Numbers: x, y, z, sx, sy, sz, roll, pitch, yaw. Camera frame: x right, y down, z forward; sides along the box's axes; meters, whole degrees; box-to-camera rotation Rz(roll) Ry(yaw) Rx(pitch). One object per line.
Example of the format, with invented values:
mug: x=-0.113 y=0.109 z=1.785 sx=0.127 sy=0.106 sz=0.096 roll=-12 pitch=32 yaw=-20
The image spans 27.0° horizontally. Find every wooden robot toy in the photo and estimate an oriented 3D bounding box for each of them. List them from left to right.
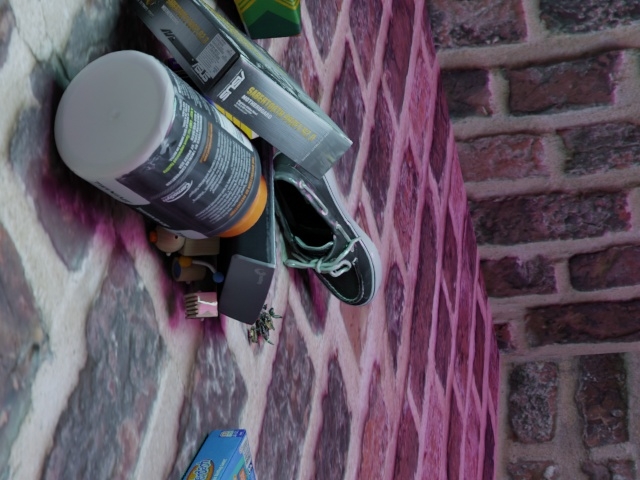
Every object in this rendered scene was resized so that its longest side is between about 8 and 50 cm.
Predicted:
wooden robot toy: x=-0.154 y=0.001 z=1.454 sx=0.079 sy=0.076 sz=0.173 roll=-3 pitch=101 yaw=-33

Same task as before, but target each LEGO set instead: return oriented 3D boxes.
LEGO set: x=-0.079 y=0.112 z=1.766 sx=0.083 sy=0.023 sz=0.054 roll=14 pitch=69 yaw=-61

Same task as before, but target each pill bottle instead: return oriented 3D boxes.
pill bottle: x=-0.141 y=-0.079 z=1.305 sx=0.246 sy=0.130 sz=0.130 roll=38 pitch=48 yaw=-60

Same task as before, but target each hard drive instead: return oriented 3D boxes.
hard drive: x=-0.088 y=-0.006 z=1.530 sx=0.254 sy=0.054 sz=0.172 roll=116 pitch=-27 yaw=-71

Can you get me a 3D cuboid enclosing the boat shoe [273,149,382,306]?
boat shoe: x=0.004 y=-0.001 z=1.938 sx=0.105 sy=0.113 sz=0.306 roll=-70 pitch=149 yaw=-45

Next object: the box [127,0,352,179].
box: x=-0.086 y=-0.178 z=1.403 sx=0.183 sy=0.056 sz=0.231 roll=34 pitch=12 yaw=-41

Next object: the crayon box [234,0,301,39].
crayon box: x=-0.078 y=-0.402 z=1.706 sx=0.318 sy=0.081 sz=0.202 roll=63 pitch=24 yaw=-80

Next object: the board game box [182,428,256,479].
board game box: x=-0.116 y=0.329 z=1.480 sx=0.210 sy=0.047 sz=0.160 roll=-59 pitch=142 yaw=-66

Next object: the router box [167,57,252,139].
router box: x=-0.129 y=-0.138 z=1.598 sx=0.179 sy=0.046 sz=0.133 roll=16 pitch=69 yaw=-74
